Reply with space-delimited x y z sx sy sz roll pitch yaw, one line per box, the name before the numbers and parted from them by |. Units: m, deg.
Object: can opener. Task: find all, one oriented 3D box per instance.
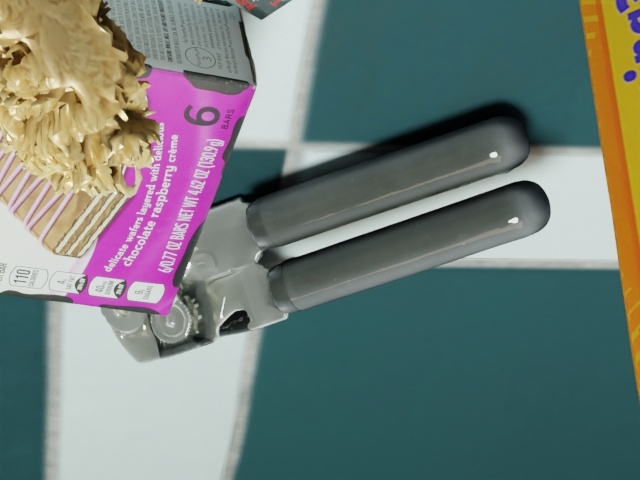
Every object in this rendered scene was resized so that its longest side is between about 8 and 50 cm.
can opener | 0.000 0.000 1.149 0.283 0.076 0.095 -18 179 22

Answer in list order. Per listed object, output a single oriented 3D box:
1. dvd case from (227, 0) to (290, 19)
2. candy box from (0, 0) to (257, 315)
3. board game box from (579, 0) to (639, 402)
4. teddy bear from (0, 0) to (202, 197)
dvd case | -0.017 -0.149 0.924 0.087 0.013 0.119 24 138 -39
candy box | -0.166 -0.053 0.974 0.233 0.071 0.159 8 130 -19
board game box | 0.367 -0.021 0.847 0.356 0.357 0.356 -28 142 35
teddy bear | -0.091 -0.147 0.708 0.338 0.245 0.113 -33 -166 -17
